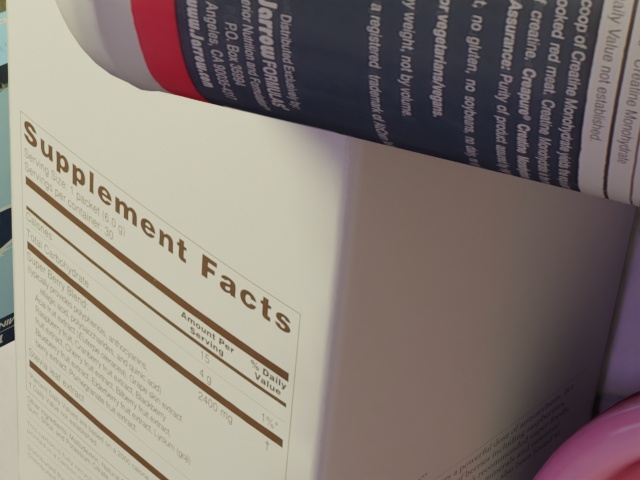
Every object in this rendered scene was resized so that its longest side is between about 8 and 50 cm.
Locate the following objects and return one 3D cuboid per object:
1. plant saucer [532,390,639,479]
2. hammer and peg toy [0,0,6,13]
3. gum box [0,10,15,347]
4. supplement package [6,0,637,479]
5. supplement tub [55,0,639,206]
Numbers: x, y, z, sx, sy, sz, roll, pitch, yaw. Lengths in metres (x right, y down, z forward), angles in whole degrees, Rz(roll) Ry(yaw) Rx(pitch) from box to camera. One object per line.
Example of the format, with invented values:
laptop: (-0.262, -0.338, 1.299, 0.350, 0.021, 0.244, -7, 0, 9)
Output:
plant saucer: (0.214, 0.187, 0.696, 0.332, 0.084, 0.332, 29, 134, 35)
hammer and peg toy: (-0.225, -0.180, 0.901, 0.361, 0.127, 0.266, 10, 123, 37)
gum box: (-0.108, -0.038, 0.868, 0.041, 0.157, 0.184, 44, 141, 22)
supplement package: (0.000, 0.000, 0.745, 0.175, 0.177, 0.293, 35, 136, 32)
supplement tub: (0.081, -0.105, 0.498, 0.272, 0.191, 0.191, 14, 129, 11)
